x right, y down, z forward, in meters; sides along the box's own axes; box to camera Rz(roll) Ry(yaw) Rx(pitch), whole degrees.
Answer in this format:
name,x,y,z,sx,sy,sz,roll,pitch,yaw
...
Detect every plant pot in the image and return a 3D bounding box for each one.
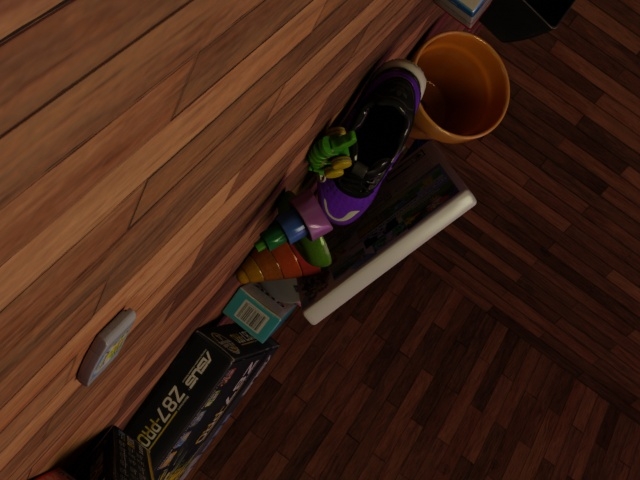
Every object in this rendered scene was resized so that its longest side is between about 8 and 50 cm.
name,x,y,z,sx,sy,sz,roll,pitch,yaw
plant pot,0.392,-0.505,1.909,0.187,0.188,0.167,-53,-170,-25
plant pot,0.227,-0.275,1.846,0.205,0.205,0.188,-53,-168,-18

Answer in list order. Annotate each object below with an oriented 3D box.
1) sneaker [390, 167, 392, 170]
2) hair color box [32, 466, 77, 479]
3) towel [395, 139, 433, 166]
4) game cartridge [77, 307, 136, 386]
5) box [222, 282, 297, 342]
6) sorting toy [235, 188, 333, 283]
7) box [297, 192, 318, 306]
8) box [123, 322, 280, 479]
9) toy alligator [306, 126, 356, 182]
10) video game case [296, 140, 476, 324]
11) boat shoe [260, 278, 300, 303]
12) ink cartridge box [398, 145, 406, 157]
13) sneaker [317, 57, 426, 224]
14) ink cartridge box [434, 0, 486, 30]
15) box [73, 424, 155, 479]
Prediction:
name,x,y,z,sx,sy,sz,roll,pitch,yaw
sneaker,0.062,-0.142,1.742,0.121,0.099,0.262,-45,168,-11
hair color box,-0.330,0.321,1.105,0.093,0.053,0.167,-53,176,-7
towel,0.152,-0.060,2.072,0.308,0.076,0.228,-54,-172,37
game cartridge,-0.206,0.104,0.917,0.056,0.017,0.083,-46,172,-45
box,-0.115,0.131,1.886,0.060,0.100,0.244,-52,177,6
sorting toy,-0.068,0.013,1.445,0.126,0.127,0.365,-30,175,-10
box,0.000,0.000,1.942,0.257,0.122,0.128,-54,179,4
box,-0.255,0.331,1.747,0.395,0.097,0.318,-54,171,5
toy alligator,0.003,-0.118,1.397,0.051,0.056,0.189,-6,167,-17
video game case,0.094,-0.023,1.639,0.329,0.036,0.300,-37,-160,9
boat shoe,-0.027,0.068,1.809,0.076,0.080,0.228,-31,-162,-35
ink cartridge box,0.100,-0.151,2.130,0.153,0.087,0.208,-53,178,-12
sneaker,0.060,-0.125,1.446,0.146,0.102,0.293,-74,-173,-55
ink cartridge box,0.240,-0.404,1.461,0.134,0.078,0.231,-53,177,8
box,-0.322,0.397,1.264,0.257,0.079,0.322,-51,-170,-8
